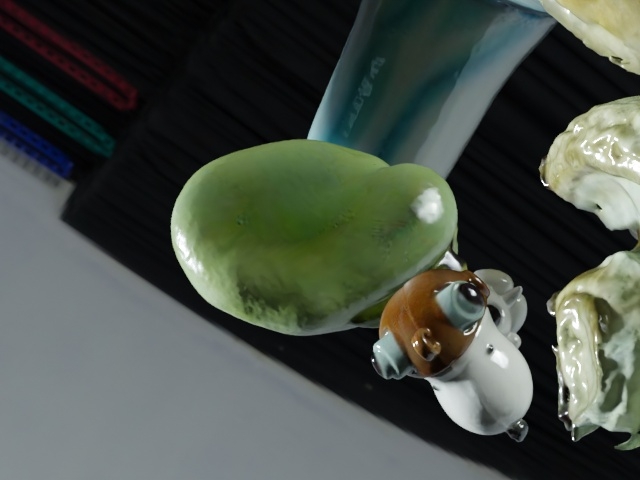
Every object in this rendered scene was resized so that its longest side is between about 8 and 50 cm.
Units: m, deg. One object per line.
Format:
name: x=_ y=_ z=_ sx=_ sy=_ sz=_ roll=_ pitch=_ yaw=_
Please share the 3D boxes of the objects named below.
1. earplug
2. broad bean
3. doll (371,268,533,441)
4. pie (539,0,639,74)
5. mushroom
earplug: x=0.072 y=-0.115 z=1.098 sx=0.185 sy=0.185 sz=0.324 roll=-84 pitch=18 yaw=-64
broad bean: x=0.000 y=0.000 z=0.865 sx=0.169 sy=0.228 sz=0.100 roll=-59 pitch=-23 yaw=-29
doll: x=0.047 y=0.026 z=0.365 sx=0.040 sy=0.058 sz=0.085 roll=-35 pitch=17 yaw=23
pie: x=0.098 y=-0.171 z=0.393 sx=0.055 sy=0.274 sz=0.274 roll=-35 pitch=10 yaw=-11
mushroom: x=0.254 y=0.032 z=0.698 sx=0.164 sy=0.189 sz=0.267 roll=137 pitch=134 yaw=-66
